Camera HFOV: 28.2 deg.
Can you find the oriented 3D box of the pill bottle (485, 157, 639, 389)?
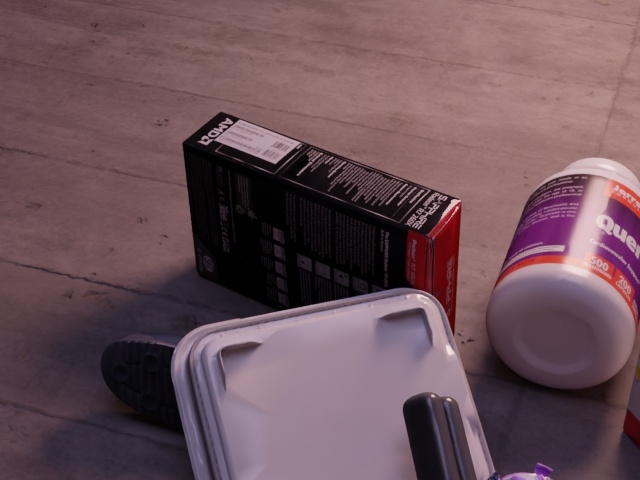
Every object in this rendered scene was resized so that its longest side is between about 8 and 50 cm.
[{"bbox_3d":[0.332,0.029,1.641,0.181,0.181,0.323,12,39,15],"label":"pill bottle"}]

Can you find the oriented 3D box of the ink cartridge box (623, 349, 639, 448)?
[{"bbox_3d":[0.444,0.173,1.456,0.128,0.176,0.127,-16,40,-20],"label":"ink cartridge box"}]

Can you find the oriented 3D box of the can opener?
[{"bbox_3d":[0.155,0.286,1.299,0.093,0.074,0.280,-28,62,24],"label":"can opener"}]

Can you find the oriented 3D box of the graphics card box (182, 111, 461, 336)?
[{"bbox_3d":[0.000,0.000,1.634,0.371,0.233,0.094,21,46,26],"label":"graphics card box"}]

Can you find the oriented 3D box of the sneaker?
[{"bbox_3d":[-0.099,0.163,1.541,0.319,0.112,0.131,12,23,5],"label":"sneaker"}]

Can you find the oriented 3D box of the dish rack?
[{"bbox_3d":[0.021,0.194,1.403,0.332,0.072,0.286,-10,70,-16],"label":"dish rack"}]

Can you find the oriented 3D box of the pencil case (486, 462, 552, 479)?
[{"bbox_3d":[0.235,0.331,1.318,0.086,0.088,0.206,30,28,-32],"label":"pencil case"}]
